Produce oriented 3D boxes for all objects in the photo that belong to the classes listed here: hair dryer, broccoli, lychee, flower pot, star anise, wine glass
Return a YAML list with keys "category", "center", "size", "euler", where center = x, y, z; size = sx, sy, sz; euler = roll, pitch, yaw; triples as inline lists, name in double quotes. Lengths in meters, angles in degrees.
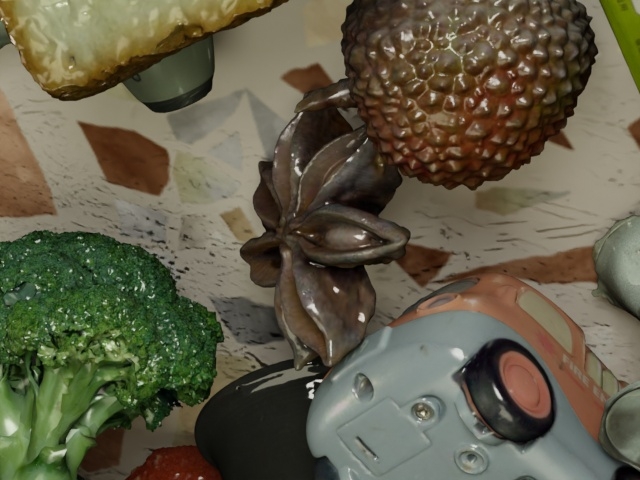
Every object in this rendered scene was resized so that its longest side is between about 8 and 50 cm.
- category: "hair dryer"
  center: [-0.204, -0.214, 0.958]
  size: [0.267, 0.092, 0.229]
  euler: [12, 125, 24]
- category: "broccoli"
  center: [-0.218, 0.115, 1.106]
  size: [0.269, 0.270, 0.270]
  euler: [7, 158, 3]
- category: "lychee"
  center: [0.081, -0.112, 0.866]
  size: [0.197, 0.165, 0.165]
  euler: [-14, 124, 15]
- category: "flower pot"
  center: [0.014, 0.218, 1.135]
  size: [0.235, 0.148, 0.235]
  euler: [-5, 144, -4]
- category: "star anise"
  center: [0.005, -0.015, 0.980]
  size: [0.073, 0.212, 0.197]
  euler: [9, 124, -29]
- category: "wine glass"
  center: [0.251, 0.073, 0.948]
  size: [0.122, 0.183, 0.122]
  euler: [7, 131, 8]

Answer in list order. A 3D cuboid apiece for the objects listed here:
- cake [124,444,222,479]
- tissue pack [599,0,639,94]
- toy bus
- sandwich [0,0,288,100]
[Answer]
- category: "cake"
  center: [-0.086, 0.329, 1.325]
  size: [0.177, 0.151, 0.283]
  euler: [-27, 117, 23]
- category: "tissue pack"
  center: [0.276, -0.125, 0.757]
  size: [0.167, 0.200, 0.275]
  euler: [-12, 125, 30]
- category: "toy bus"
  center: [0.145, 0.148, 1.013]
  size: [0.288, 0.232, 0.194]
  euler: [46, 127, -9]
- category: "sandwich"
  center: [-0.068, -0.253, 0.775]
  size: [0.325, 0.131, 0.262]
  euler: [-18, 103, 24]
